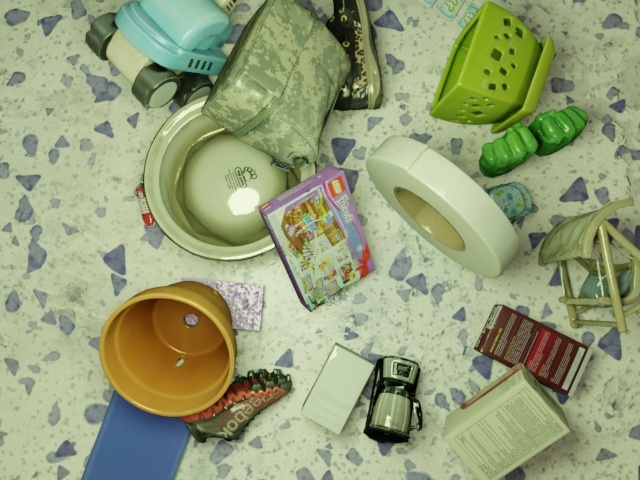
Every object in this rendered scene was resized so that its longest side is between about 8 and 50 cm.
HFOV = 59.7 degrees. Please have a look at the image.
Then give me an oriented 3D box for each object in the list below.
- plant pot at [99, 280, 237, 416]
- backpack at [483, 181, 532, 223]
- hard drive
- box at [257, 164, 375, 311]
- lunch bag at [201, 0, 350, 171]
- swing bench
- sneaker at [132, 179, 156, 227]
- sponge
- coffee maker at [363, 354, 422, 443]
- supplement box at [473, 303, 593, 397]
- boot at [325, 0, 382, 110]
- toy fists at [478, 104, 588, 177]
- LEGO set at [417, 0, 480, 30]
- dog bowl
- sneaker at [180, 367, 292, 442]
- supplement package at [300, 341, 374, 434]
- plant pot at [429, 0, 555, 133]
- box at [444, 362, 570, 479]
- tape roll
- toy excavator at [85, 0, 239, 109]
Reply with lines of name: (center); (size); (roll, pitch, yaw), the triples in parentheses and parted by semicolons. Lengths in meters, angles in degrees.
plant pot: (-0.319, 0.220, 1.269); (0.291, 0.203, 0.291); (1, 106, 4)
backpack: (0.464, -0.092, 1.388); (0.114, 0.084, 0.105); (-19, 86, -4)
hard drive: (-0.440, 0.511, 1.345); (0.210, 0.040, 0.318); (18, 83, 2)
box: (0.000, 0.000, 1.290); (0.201, 0.057, 0.293); (-31, 125, -16)
lunch bag: (-0.078, -0.335, 1.215); (0.256, 0.212, 0.305); (31, 64, -22)
swing bench: (0.638, 0.060, 1.283); (0.165, 0.253, 0.254); (-27, 83, -2)
sneaker: (-0.443, -0.094, 1.405); (0.042, 0.067, 0.118); (-9, 83, 0)
sponge: (-0.248, 0.159, 1.391); (0.210, 0.031, 0.117); (5, 83, 1)
coffee maker: (0.160, 0.374, 1.313); (0.120, 0.171, 0.178); (25, 61, -18)
supplement box: (0.512, 0.264, 1.350); (0.239, 0.073, 0.130); (27, 84, 3)
boot: (-0.012, -0.492, 1.421); (0.284, 0.138, 0.377); (-13, 89, -1)
toy fists: (0.523, -0.248, 1.377); (0.279, 0.142, 0.096); (-22, 84, -3)
LEGO set: (0.394, -0.696, 1.477); (0.182, 0.060, 0.244); (34, 84, 1)
dog bowl: (-0.211, -0.143, 1.369); (0.408, 0.150, 0.408); (0, 82, 1)
sneaker: (-0.194, 0.400, 1.331); (0.276, 0.097, 0.135); (-16, 105, -15)
supplement package: (0.040, 0.348, 1.328); (0.105, 0.105, 0.179); (28, 85, 5)
plant pot: (0.422, -0.401, 1.361); (0.207, 0.228, 0.227); (21, 83, -3)
box: (0.419, 0.417, 1.271); (0.232, 0.127, 0.148); (-42, 86, 16)
tape roll: (0.263, -0.071, 1.235); (0.392, 0.392, 0.072); (43, 86, 5)
toy excavator: (-0.272, -0.552, 1.364); (0.222, 0.433, 0.445); (48, 114, 6)
